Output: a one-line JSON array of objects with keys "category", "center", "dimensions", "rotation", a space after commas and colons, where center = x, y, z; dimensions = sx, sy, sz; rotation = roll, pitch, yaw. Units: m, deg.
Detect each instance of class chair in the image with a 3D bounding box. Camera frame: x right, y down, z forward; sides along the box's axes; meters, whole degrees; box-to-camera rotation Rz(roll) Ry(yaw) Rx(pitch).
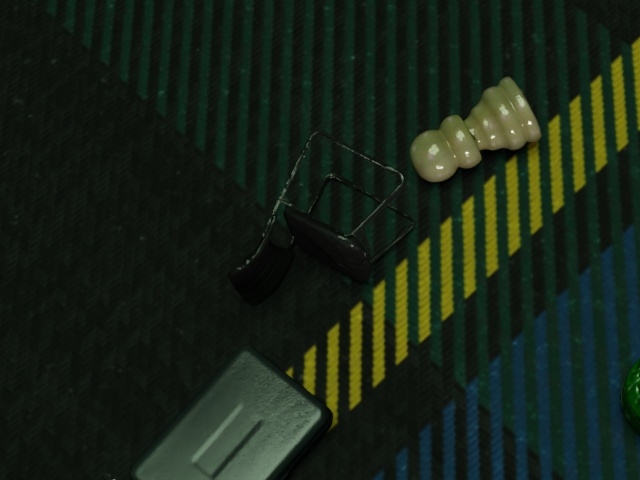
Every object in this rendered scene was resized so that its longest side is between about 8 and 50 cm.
[{"category": "chair", "center": [0.000, 0.000, 1.981], "dimensions": [0.145, 0.140, 0.221], "rotation": [30, 74, 21]}]

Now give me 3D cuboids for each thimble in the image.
[{"category": "thimble", "center": [0.430, 0.185, 1.857], "dimensions": [0.130, 0.090, 0.118], "rotation": [-31, 67, -6]}]

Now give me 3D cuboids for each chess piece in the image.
[{"category": "chess piece", "center": [0.198, -0.139, 2.051], "dimensions": [0.170, 0.094, 0.094], "rotation": [-27, 64, 3]}]

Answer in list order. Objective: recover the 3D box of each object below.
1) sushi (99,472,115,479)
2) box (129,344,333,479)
[{"category": "sushi", "center": [-0.250, 0.386, 1.892], "dimensions": [0.201, 0.031, 0.139], "rotation": [37, 75, 22]}, {"category": "box", "center": [-0.112, 0.255, 1.923], "dimensions": [0.160, 0.050, 0.230], "rotation": [37, 75, 21]}]
